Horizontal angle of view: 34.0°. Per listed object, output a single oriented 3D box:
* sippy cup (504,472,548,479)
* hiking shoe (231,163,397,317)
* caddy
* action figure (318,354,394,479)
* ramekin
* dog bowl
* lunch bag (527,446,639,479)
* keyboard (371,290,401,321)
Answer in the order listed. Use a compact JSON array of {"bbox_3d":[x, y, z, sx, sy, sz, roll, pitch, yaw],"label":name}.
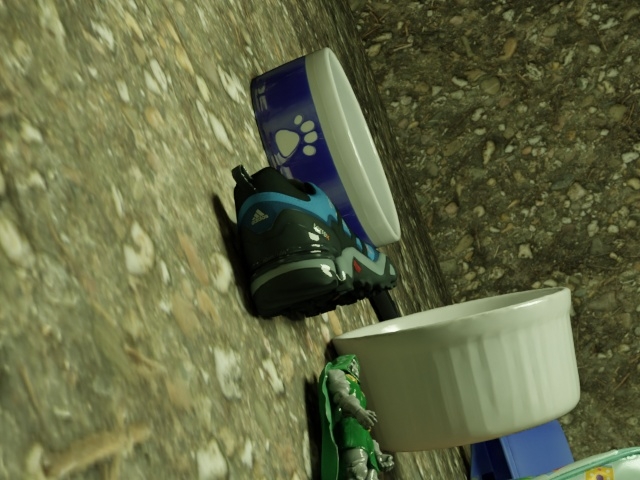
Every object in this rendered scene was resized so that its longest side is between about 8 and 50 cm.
[{"bbox_3d":[0.332,0.464,1.619,0.305,0.224,0.240,-95,163,-59],"label":"sippy cup"},{"bbox_3d":[0.000,0.000,1.037,0.304,0.113,0.132,24,47,-77],"label":"hiking shoe"},{"bbox_3d":[0.379,0.487,2.013,0.241,0.179,0.341,98,-18,-54],"label":"caddy"},{"bbox_3d":[0.031,0.192,0.976,0.232,0.063,0.137,-99,170,-50],"label":"action figure"},{"bbox_3d":[0.162,0.147,1.201,0.277,0.277,0.135,-5,82,-80],"label":"ramekin"},{"bbox_3d":[0.010,-0.107,1.349,0.265,0.104,0.265,-20,90,-81],"label":"dog bowl"},{"bbox_3d":[0.226,0.315,0.910,0.108,0.279,0.224,119,-46,-63],"label":"lunch bag"},{"bbox_3d":[0.129,0.163,1.693,0.202,0.033,0.317,-108,172,-54],"label":"keyboard"}]
